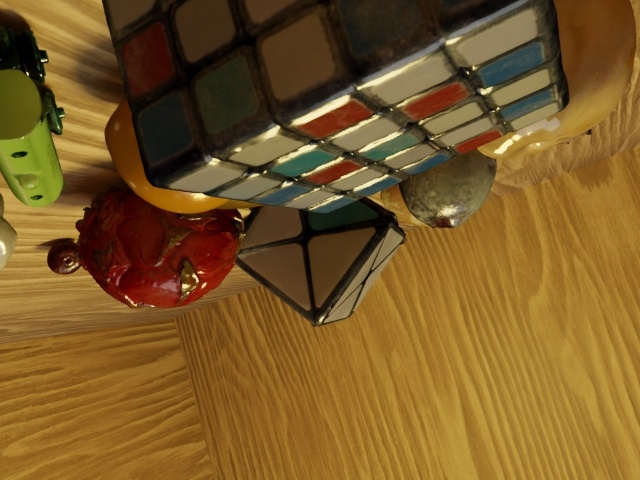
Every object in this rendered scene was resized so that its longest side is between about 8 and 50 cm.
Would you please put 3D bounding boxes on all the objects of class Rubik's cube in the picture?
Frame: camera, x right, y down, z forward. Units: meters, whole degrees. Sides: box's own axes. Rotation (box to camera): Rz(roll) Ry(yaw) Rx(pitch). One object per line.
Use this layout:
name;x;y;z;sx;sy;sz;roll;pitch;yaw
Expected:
Rubik's cube;0.018;-0.208;0.462;0.293;0.292;0.287;-20;171;25
Rubik's cube;0.000;0.000;1.330;0.310;0.305;0.307;-54;164;4

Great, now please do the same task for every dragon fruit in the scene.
dragon fruit;-0.324;0.007;1.103;0.342;0.277;0.277;7;165;-12

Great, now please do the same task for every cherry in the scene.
cherry;0.316;-0.173;1.354;0.255;0.296;0.218;-18;143;29

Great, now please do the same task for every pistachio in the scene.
pistachio;0.323;-0.254;0.788;0.230;0.309;0.230;23;171;4

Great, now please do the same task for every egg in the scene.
egg;0.303;-0.140;1.620;0.245;0.203;0.203;5;177;16

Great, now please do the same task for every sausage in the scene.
sausage;-0.489;-0.061;1.189;0.035;0.030;0.147;-13;170;-22

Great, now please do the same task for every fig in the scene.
fig;-0.658;0.040;1.374;0.089;0.089;0.125;-11;-165;-32

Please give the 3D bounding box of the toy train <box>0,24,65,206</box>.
toy train;-0.354;-0.133;0.629;0.105;0.157;0.253;-13;169;-23

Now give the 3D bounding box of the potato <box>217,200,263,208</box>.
potato;-0.160;-0.135;0.964;0.369;0.195;0.176;-7;146;-7

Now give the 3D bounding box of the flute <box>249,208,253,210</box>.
flute;-0.208;-0.103;1.499;0.014;0.014;0.269;-17;171;2

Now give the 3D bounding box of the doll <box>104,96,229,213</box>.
doll;-0.173;-0.154;0.748;0.213;0.213;0.236;-8;156;-44

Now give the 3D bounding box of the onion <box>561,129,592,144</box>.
onion;0.552;-0.317;1.380;0.247;0.111;0.250;5;-176;7

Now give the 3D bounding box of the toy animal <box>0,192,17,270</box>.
toy animal;-0.555;-0.038;0.659;0.206;0.271;0.265;-47;147;17
